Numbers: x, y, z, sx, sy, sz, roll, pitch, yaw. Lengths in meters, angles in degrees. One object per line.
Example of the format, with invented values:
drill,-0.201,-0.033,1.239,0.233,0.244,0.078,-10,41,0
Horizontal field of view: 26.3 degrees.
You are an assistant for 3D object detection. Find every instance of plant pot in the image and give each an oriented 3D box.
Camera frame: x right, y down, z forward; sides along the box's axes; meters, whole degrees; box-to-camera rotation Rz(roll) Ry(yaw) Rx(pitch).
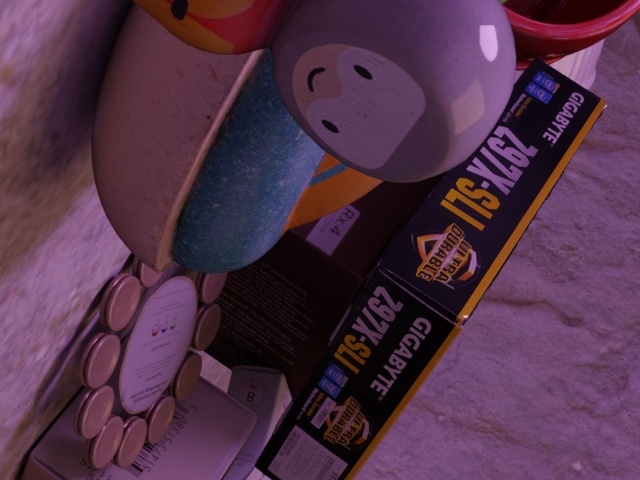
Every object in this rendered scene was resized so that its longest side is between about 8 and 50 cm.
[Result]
plant pot,0.179,-0.238,1.161,0.191,0.191,0.174,-56,179,-11

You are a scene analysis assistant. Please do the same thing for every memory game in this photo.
memory game,-0.111,0.068,0.919,0.186,0.012,0.186,-55,156,-39

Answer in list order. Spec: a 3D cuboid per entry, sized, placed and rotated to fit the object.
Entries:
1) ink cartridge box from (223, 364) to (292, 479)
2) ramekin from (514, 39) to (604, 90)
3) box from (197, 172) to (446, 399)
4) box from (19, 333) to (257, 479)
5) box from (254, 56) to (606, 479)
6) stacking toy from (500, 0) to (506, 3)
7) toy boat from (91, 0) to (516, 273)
ink cartridge box,-0.069,0.260,1.276,0.189,0.066,0.232,78,18,-58
ramekin,0.203,-0.236,1.422,0.207,0.207,0.109,-51,165,-55
box,0.000,0.000,1.223,0.191,0.143,0.381,-53,176,-24
box,-0.174,0.232,1.091,0.148,0.121,0.311,-54,175,-45
box,0.091,0.031,1.084,0.322,0.079,0.257,-50,170,-47
stacking toy,0.093,-0.196,0.915,0.330,0.141,0.141,-48,171,-43
toy boat,0.004,-0.084,0.508,0.267,0.148,0.318,-57,177,10
